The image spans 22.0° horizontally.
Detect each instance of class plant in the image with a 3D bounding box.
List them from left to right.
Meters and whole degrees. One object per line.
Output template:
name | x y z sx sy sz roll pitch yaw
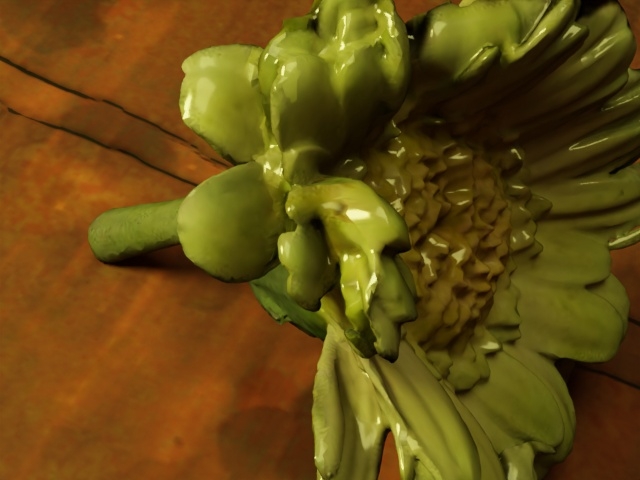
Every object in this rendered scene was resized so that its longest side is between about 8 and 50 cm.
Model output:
plant | 0.042 -0.021 0.772 0.261 0.306 0.297 -39 33 -7
